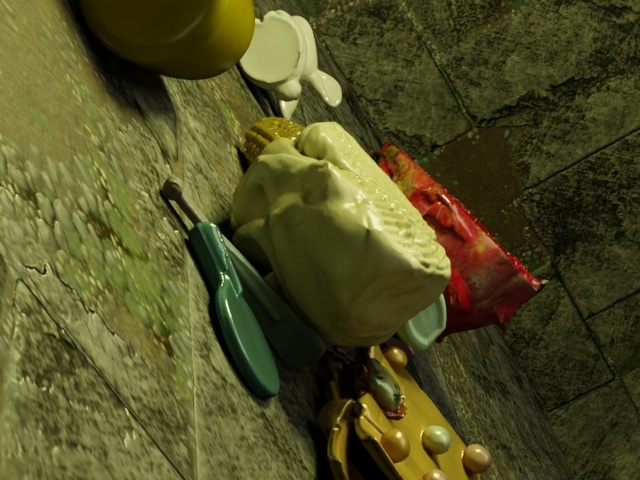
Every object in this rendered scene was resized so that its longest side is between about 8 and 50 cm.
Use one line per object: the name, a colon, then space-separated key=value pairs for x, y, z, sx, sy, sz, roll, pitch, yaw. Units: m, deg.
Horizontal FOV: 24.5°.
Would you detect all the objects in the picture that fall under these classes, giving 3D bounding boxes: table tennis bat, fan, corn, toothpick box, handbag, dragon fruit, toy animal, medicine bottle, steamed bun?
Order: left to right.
toothpick box: x=-0.165 y=-0.275 z=1.722 sx=0.175 sy=0.175 sz=0.271 roll=62 pitch=6 yaw=5
table tennis bat: x=-0.089 y=0.072 z=1.542 sx=0.201 sy=0.033 sz=0.124 roll=66 pitch=8 yaw=14
fan: x=-0.091 y=0.040 z=1.623 sx=0.282 sy=0.057 sz=0.023 roll=51 pitch=27 yaw=-24
toy animal: x=-0.061 y=-0.300 z=2.509 sx=0.178 sy=0.127 sz=0.193 roll=66 pitch=9 yaw=16
corn: x=-0.011 y=-0.091 z=2.011 sx=0.310 sy=0.101 sz=0.101 roll=36 pitch=-12 yaw=47
steamed bun: x=0.001 y=0.000 z=1.754 sx=0.289 sy=0.203 sz=0.276 roll=51 pitch=13 yaw=25
medicine bottle: x=0.056 y=0.053 z=1.936 sx=0.229 sy=0.083 sz=0.121 roll=29 pitch=-25 yaw=40
handbag: x=0.103 y=0.269 z=1.745 sx=0.283 sy=0.133 sz=0.401 roll=54 pitch=10 yaw=-11
dragon fruit: x=0.171 y=0.029 z=2.462 sx=0.371 sy=0.249 sz=0.386 roll=47 pitch=2 yaw=15

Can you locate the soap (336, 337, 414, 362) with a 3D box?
soap: x=0.036 y=0.054 z=2.117 sx=0.259 sy=0.081 sz=0.181 roll=66 pitch=10 yaw=27
